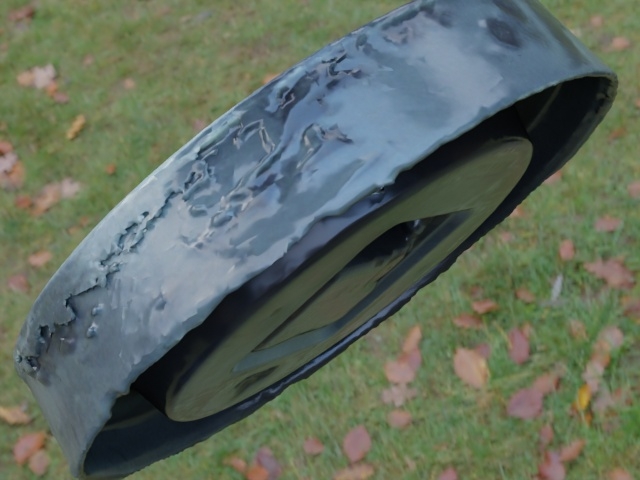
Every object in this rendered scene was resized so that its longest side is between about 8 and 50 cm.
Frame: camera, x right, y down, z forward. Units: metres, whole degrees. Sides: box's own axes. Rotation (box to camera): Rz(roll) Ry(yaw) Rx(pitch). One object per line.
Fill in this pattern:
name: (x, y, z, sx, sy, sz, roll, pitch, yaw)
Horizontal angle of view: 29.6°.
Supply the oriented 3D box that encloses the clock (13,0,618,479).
clock: (0.000, 0.000, 0.421, 0.226, 0.226, 0.049, -33, 78, -12)
